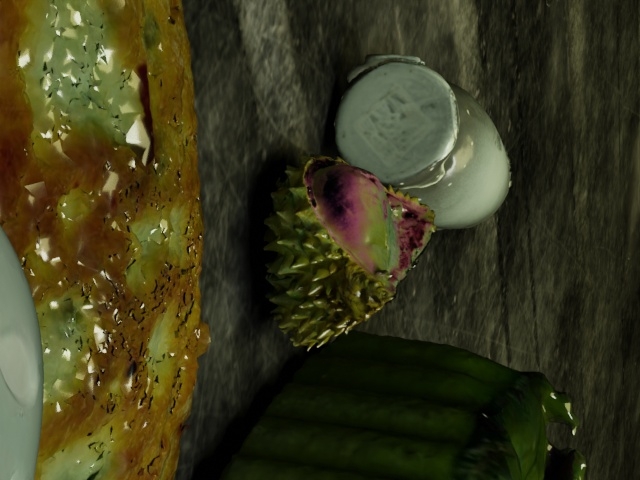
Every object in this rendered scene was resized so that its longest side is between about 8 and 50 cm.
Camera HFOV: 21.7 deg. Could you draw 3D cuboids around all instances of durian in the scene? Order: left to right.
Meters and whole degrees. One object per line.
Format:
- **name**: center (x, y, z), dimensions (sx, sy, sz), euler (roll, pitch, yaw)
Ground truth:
- **durian**: center (-0.001, -0.003, 1.158), dimensions (0.108, 0.119, 0.187), euler (53, 24, -10)

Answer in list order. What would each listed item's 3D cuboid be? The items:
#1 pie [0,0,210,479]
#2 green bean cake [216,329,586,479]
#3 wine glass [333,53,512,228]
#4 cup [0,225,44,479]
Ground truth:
- **pie**: center (-0.131, -0.010, 0.734), dimensions (0.288, 0.103, 0.355), euler (-23, 116, -67)
- **green bean cake**: center (0.054, 0.265, 1.210), dimensions (0.319, 0.218, 0.335), euler (-49, 141, -57)
- **wine glass**: center (0.084, -0.069, 1.306), dimensions (0.204, 0.111, 0.111), euler (33, 67, -68)
- **cup**: center (-0.213, 0.105, 0.392), dimensions (0.356, 0.259, 0.274), euler (135, -29, -68)
